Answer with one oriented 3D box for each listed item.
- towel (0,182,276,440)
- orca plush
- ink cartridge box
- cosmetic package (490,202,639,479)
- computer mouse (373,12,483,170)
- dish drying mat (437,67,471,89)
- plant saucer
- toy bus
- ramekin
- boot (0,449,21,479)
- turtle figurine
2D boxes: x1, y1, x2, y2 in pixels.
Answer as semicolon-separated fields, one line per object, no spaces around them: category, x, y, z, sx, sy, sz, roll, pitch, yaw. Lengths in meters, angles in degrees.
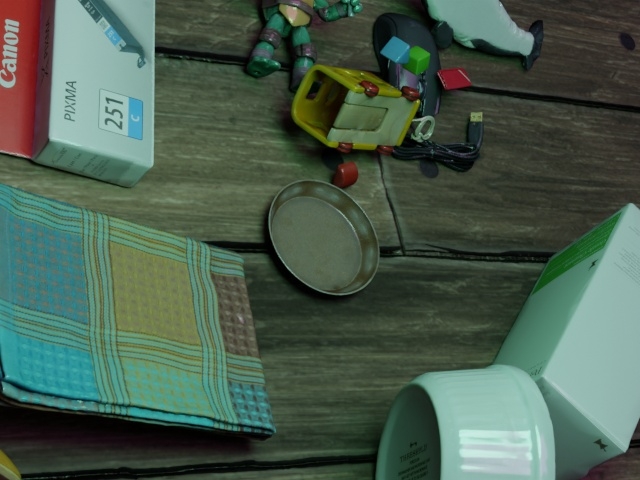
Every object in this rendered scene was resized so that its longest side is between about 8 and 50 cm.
towel;-0.218;0.083;1.557;0.370;0.040;0.271;15;49;-38
orca plush;0.233;-0.371;2.144;0.287;0.151;0.102;9;23;-36
ink cartridge box;-0.334;-0.231;1.702;0.261;0.066;0.296;13;57;-29
cosmetic package;0.357;0.144;1.865;0.155;0.197;0.365;43;47;-6
computer mouse;0.171;-0.228;2.043;0.184;0.060;0.262;14;57;-26
dish drying mat;0.198;-0.239;2.038;0.083;0.008;0.032;-17;82;-58
plant saucer;0.000;0.000;1.817;0.168;0.029;0.168;17;55;-25
toy bus;0.052;-0.184;1.887;0.191;0.202;0.104;-40;58;-21
ramekin;0.158;0.277;1.618;0.127;0.273;0.273;7;60;-17
boot;-0.394;0.112;1.436;0.295;0.104;0.211;34;50;-8
turtle figurine;-0.032;-0.329;1.929;0.175;0.118;0.234;12;72;-11
